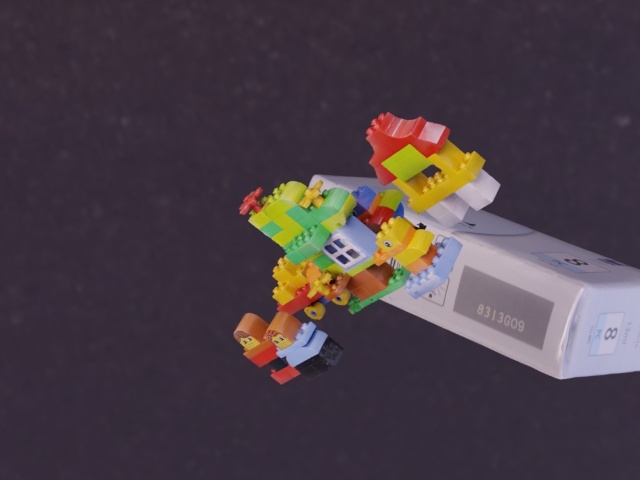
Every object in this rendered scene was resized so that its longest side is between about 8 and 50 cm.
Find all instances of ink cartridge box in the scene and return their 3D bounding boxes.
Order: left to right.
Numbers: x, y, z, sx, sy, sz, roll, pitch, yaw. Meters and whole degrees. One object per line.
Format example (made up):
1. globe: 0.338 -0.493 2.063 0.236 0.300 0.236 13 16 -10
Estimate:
1. ink cartridge box: 0.216 0.024 1.738 0.385 0.308 0.091 -2 109 -48

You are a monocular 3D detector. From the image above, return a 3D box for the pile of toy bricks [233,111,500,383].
1. pile of toy bricks: 0.000 0.000 1.193 0.105 0.118 0.212 39 143 -13
